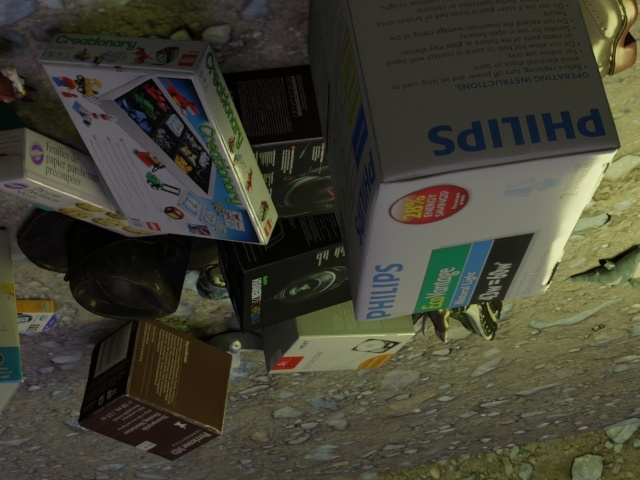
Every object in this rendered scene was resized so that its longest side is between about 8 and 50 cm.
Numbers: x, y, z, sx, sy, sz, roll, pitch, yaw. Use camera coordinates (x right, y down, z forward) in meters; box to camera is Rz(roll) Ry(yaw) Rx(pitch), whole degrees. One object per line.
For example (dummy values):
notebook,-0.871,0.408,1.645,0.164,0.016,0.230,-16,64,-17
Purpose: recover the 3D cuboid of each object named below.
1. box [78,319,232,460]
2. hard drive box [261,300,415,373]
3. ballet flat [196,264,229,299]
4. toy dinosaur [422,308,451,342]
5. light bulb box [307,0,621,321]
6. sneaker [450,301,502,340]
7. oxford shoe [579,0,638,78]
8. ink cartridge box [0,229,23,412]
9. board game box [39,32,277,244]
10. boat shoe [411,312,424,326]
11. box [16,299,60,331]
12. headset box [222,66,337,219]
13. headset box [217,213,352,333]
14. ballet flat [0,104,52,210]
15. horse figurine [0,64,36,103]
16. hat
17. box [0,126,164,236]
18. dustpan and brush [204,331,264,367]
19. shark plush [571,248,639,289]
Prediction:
box,-0.292,0.265,2.271,0.203,0.167,0.168,28,139,-28
hard drive box,0.029,0.170,2.352,0.232,0.089,0.181,0,154,-22
ballet flat,-0.109,0.058,2.077,0.188,0.070,0.070,-10,157,-10
toy dinosaur,0.202,-0.009,1.898,0.121,0.314,0.160,24,177,-4
light bulb box,0.122,-0.153,1.317,0.225,0.361,0.358,-8,157,-5
sneaker,0.205,0.061,2.183,0.182,0.158,0.410,13,170,28
oxford shoe,0.271,-0.249,1.422,0.130,0.123,0.348,-33,153,5
ink cartridge box,-0.534,0.120,1.820,0.171,0.233,0.168,1,156,-25
board game box,-0.180,-0.112,1.485,0.193,0.053,0.305,7,145,20
boat shoe,0.174,0.133,2.389,0.043,0.049,0.137,37,151,0
box,-0.502,0.124,2.101,0.136,0.028,0.081,1,154,-30
headset box,0.011,-0.126,1.643,0.293,0.110,0.218,-7,156,-7
headset box,0.000,0.000,1.860,0.283,0.131,0.246,-16,158,-12
ballet flat,-0.382,-0.095,1.594,0.087,0.083,0.247,-4,158,22
horse figurine,-0.461,-0.187,1.367,0.263,0.066,0.174,-15,150,4
hat,-0.275,0.041,1.879,0.331,0.134,0.331,-9,156,-4
box,-0.296,-0.066,1.588,0.067,0.063,0.324,-7,166,22
dustpan and brush,-0.163,0.203,2.377,0.147,0.060,0.211,-7,156,-8
shark plush,0.545,0.048,2.376,0.161,0.073,0.067,-4,146,43
